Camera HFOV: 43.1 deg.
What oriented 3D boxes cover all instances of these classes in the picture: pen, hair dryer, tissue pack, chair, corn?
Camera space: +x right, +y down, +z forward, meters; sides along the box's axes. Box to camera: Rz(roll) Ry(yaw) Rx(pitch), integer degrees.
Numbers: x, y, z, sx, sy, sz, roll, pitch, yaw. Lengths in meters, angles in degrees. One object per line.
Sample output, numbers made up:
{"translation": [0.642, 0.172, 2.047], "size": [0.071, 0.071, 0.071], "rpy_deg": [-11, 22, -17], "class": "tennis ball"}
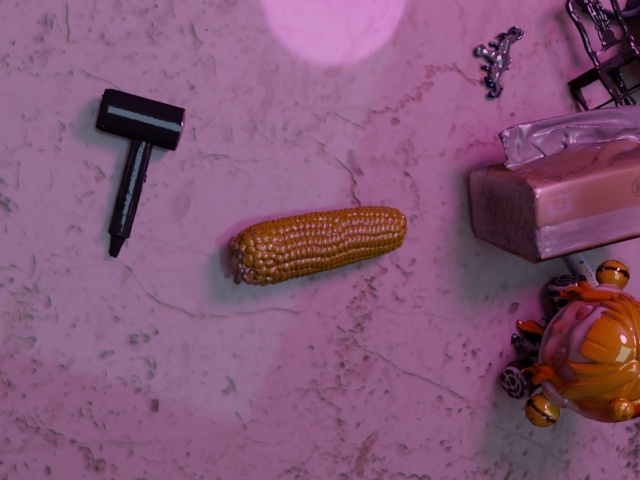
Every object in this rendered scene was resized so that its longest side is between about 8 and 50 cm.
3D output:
{"translation": [0.544, 0.121, 1.554], "size": [0.033, 0.033, 0.269], "rpy_deg": [-38, 104, -12], "class": "pen"}
{"translation": [-0.303, -0.099, 1.247], "size": [0.128, 0.070, 0.255], "rpy_deg": [16, 93, -18], "class": "hair dryer"}
{"translation": [0.438, -0.111, 1.394], "size": [0.306, 0.238, 0.238], "rpy_deg": [-12, 98, -17], "class": "tissue pack"}
{"translation": [0.507, -0.338, 1.470], "size": [0.106, 0.113, 0.229], "rpy_deg": [-28, 91, -15], "class": "chair"}
{"translation": [0.000, 0.000, 1.330], "size": [0.305, 0.106, 0.106], "rpy_deg": [-13, 98, -19], "class": "corn"}

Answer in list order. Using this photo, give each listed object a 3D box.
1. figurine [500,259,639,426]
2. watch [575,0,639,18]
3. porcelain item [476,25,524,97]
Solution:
{"translation": [0.473, 0.192, 1.382], "size": [0.196, 0.323, 0.320], "rpy_deg": [30, 85, -17], "class": "figurine"}
{"translation": [0.548, -0.513, 1.492], "size": [0.193, 0.068, 0.206], "rpy_deg": [18, 91, -19], "class": "watch"}
{"translation": [0.309, -0.328, 1.448], "size": [0.075, 0.021, 0.136], "rpy_deg": [21, 87, -19], "class": "porcelain item"}
